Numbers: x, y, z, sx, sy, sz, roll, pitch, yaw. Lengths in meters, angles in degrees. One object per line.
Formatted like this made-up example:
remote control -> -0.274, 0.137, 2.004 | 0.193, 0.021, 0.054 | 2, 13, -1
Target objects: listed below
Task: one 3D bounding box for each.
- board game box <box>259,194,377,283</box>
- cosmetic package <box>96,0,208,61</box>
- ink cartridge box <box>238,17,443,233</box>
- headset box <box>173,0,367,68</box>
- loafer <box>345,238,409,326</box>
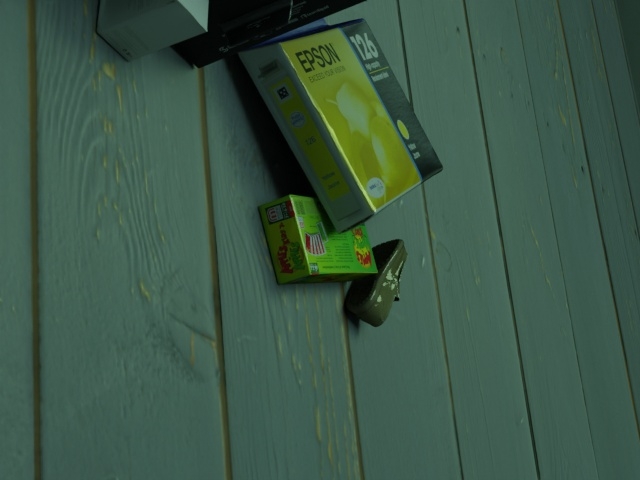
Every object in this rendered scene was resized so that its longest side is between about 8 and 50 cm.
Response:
board game box -> 0.000, 0.000, 1.689 | 0.181, 0.043, 0.092 | 1, 73, -63
cosmetic package -> -0.164, -0.302, 1.495 | 0.060, 0.099, 0.239 | 42, 39, -46
ink cartridge box -> 0.018, -0.183, 1.772 | 0.307, 0.072, 0.303 | 63, 25, -3
headset box -> -0.068, -0.334, 1.568 | 0.110, 0.218, 0.293 | 43, 36, -46
loafer -> 0.072, 0.053, 1.794 | 0.050, 0.056, 0.148 | 61, 37, -24
